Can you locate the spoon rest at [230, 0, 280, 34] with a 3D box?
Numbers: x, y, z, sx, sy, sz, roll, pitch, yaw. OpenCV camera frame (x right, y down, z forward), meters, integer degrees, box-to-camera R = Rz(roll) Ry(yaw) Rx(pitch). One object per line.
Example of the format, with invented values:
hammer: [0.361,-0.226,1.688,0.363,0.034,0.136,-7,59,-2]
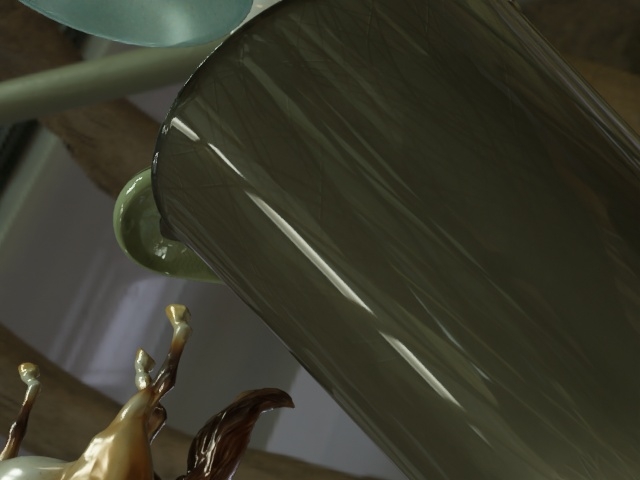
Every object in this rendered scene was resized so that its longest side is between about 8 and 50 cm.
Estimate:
spoon rest: [-0.032,-0.219,1.126,0.137,0.084,0.276,41,-139,-36]

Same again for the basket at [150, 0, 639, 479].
basket: [0.077,0.029,0.417,0.204,0.227,0.154,1,-49,-47]

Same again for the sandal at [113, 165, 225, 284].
sandal: [-0.001,0.001,0.826,0.086,0.302,0.120,-80,-14,-65]

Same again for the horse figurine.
horse figurine: [-0.150,0.131,0.662,0.066,0.263,0.174,62,-158,-45]

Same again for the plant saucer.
plant saucer: [-0.123,-0.179,0.638,0.195,0.195,0.037,42,-124,-43]
